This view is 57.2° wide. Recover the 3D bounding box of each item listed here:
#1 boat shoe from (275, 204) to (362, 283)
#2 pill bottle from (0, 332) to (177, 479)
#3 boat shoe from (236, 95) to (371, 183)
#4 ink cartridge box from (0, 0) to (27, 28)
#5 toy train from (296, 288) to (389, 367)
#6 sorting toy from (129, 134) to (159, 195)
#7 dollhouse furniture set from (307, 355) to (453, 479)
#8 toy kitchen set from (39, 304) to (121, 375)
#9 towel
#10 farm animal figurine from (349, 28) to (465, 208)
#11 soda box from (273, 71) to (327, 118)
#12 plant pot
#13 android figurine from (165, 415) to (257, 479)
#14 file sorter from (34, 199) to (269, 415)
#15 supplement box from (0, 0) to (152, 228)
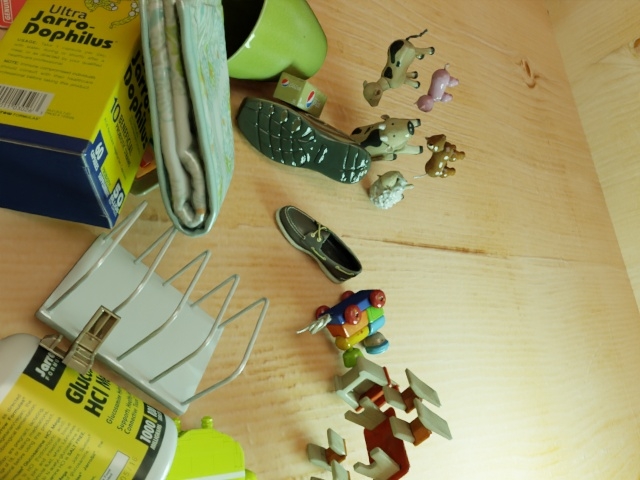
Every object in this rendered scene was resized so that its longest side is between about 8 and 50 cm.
[{"bbox_3d":[0.000,0.000,1.289,0.228,0.069,0.081,44,49,-17],"label":"boat shoe"},{"bbox_3d":[-0.376,0.244,0.780,0.334,0.188,0.188,40,51,-21],"label":"pill bottle"},{"bbox_3d":[-0.039,-0.231,1.339,0.324,0.122,0.120,25,24,-22],"label":"boat shoe"},{"bbox_3d":[-0.473,-0.516,1.112,0.261,0.066,0.296,-1,72,-42],"label":"ink cartridge box"},{"bbox_3d":[0.049,0.204,1.232,0.248,0.105,0.143,-26,102,-44],"label":"toy train"},{"bbox_3d":[-0.334,-0.202,1.107,0.196,0.047,0.348,54,47,-8],"label":"sorting toy"},{"bbox_3d":[0.113,0.354,1.124,0.135,0.262,0.259,39,20,-24],"label":"dollhouse furniture set"},{"bbox_3d":[-0.317,0.122,0.779,0.068,0.083,0.075,38,82,-16],"label":"toy kitchen set"},{"bbox_3d":[-0.203,-0.228,0.985,0.320,0.090,0.374,-89,178,-71],"label":"towel"},{"bbox_3d":[0.171,-0.275,1.387,0.172,0.327,0.330,-6,73,-35],"label":"farm animal figurine"},{"bbox_3d":[-0.041,-0.325,1.331,0.061,0.058,0.181,24,9,13],"label":"soda box"},{"bbox_3d":[-0.121,-0.461,1.279,0.294,0.275,0.274,9,65,-54],"label":"plant pot"},{"bbox_3d":[-0.199,0.420,0.935,0.248,0.056,0.272,9,65,-43],"label":"android figurine"},{"bbox_3d":[-0.250,0.100,0.937,0.278,0.173,0.192,42,36,-19],"label":"file sorter"},{"bbox_3d":[-0.379,-0.230,0.931,0.195,0.194,0.356,11,60,0],"label":"supplement box"}]
